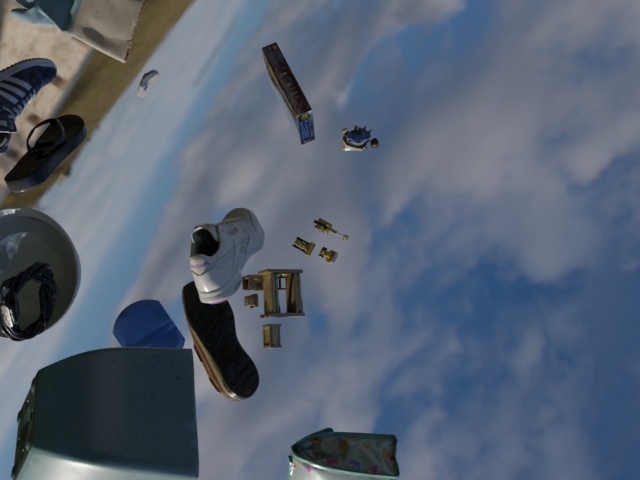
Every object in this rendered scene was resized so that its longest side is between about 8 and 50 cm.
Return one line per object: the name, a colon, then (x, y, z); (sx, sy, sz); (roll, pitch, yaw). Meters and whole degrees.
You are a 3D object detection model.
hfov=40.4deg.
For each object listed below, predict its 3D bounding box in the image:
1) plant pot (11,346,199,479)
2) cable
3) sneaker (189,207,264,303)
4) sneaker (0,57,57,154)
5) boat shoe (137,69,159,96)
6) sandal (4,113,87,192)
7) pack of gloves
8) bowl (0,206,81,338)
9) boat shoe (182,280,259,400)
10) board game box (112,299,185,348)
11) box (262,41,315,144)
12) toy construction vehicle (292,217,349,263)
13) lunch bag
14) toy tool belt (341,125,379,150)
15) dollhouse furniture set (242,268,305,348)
plant pot: (-0.365, 0.325, 1.438); (0.247, 0.252, 0.247); (-56, -148, 39)
cable: (-0.610, 0.129, 1.819); (0.184, 0.047, 0.150); (91, 24, -43)
sneaker: (-0.208, -0.002, 1.913); (0.114, 0.152, 0.305); (-11, -148, 18)
sneaker: (-0.657, -0.285, 1.860); (0.282, 0.153, 0.099); (-33, 172, -41)
boat shoe: (-0.405, -0.376, 2.033); (0.100, 0.035, 0.035); (-42, -126, 54)
sandal: (-0.485, -0.172, 1.546); (0.097, 0.054, 0.254); (-14, -150, 12)
pack of gloves: (-0.285, -0.344, 1.079); (0.046, 0.232, 0.195); (-1, 113, -63)
bowl: (-0.667, 0.075, 1.984); (0.297, 0.298, 0.134); (-55, 172, 1)
boat shoe: (-0.270, 0.257, 2.177); (0.123, 0.323, 0.120); (-17, 167, -34)
board game box: (-0.404, 0.221, 2.052); (0.133, 0.168, 0.033); (-34, -174, 0)
box: (-0.049, -0.229, 1.360); (0.027, 0.137, 0.094); (-24, 158, -7)
toy construction vehicle: (0.000, 0.000, 1.860); (0.085, 0.098, 0.035); (-59, 174, -3)
lunch bag: (0.047, 0.580, 2.122); (0.160, 0.263, 0.223); (-89, -176, -53)
toy tool belt: (0.085, -0.217, 1.832); (0.051, 0.083, 0.052); (95, -11, -45)
dollhouse furniture set: (-0.108, 0.166, 2.063); (0.161, 0.101, 0.181); (-18, -107, 61)
